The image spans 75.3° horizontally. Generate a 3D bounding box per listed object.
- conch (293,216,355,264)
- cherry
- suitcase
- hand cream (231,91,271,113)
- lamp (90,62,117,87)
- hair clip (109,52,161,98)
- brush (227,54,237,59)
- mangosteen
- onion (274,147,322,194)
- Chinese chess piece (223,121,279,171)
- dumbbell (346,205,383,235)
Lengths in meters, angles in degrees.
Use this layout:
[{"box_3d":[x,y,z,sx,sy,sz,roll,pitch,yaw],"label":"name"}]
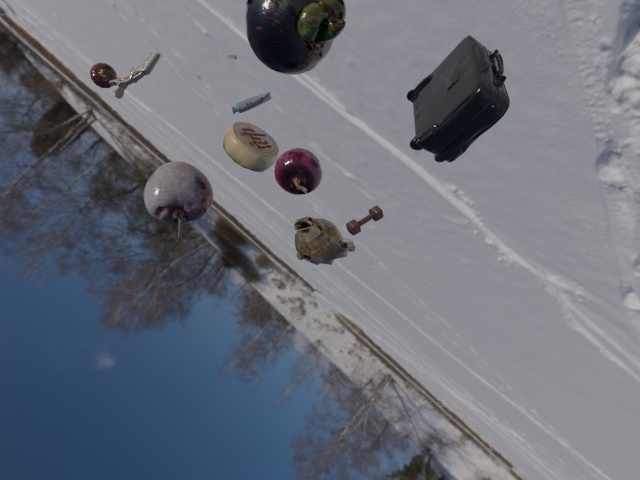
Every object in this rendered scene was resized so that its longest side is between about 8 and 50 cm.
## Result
[{"box_3d":[-0.002,0.010,1.668,0.263,0.186,0.324,18,-172,28],"label":"conch"},{"box_3d":[-0.710,-0.236,2.051,0.335,0.326,0.291,47,151,24],"label":"cherry"},{"box_3d":[0.461,-0.476,1.397,0.188,0.345,0.339,24,139,-20],"label":"suitcase"},{"box_3d":[-0.283,-0.565,1.704,0.065,0.170,0.043,102,144,-85],"label":"hand cream"},{"box_3d":[-0.899,-0.684,1.721,0.101,0.101,0.090,44,166,-30],"label":"lamp"},{"box_3d":[-0.622,-0.555,1.402,0.034,0.226,0.072,13,-121,-67],"label":"hair clip"},{"box_3d":[-0.376,-0.785,1.777,0.083,0.013,0.016,30,129,46],"label":"brush"},{"box_3d":[-0.060,-0.661,1.277,0.359,0.306,0.306,29,173,19],"label":"mangosteen"},{"box_3d":[-0.082,-0.249,1.518,0.177,0.153,0.177,17,125,26],"label":"onion"},{"box_3d":[-0.333,-0.450,1.998,0.270,0.112,0.270,26,-146,-20],"label":"Chinese chess piece"},{"box_3d":[0.249,-0.113,2.332,0.082,0.231,0.092,24,139,54],"label":"dumbbell"}]
